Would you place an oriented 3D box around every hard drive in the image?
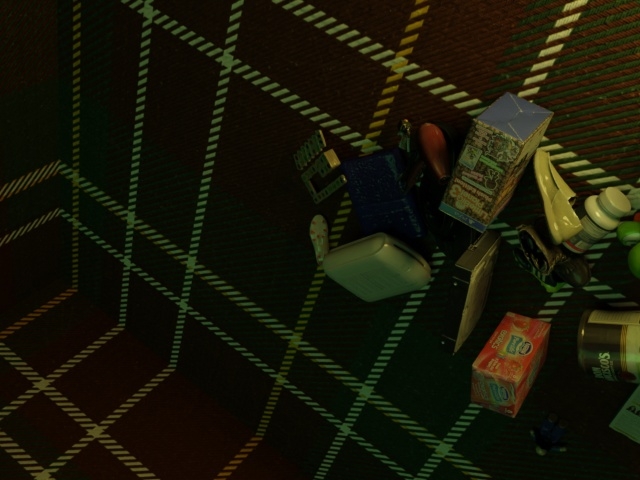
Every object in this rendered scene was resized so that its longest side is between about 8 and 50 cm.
[{"bbox_3d":[0.456,0.157,2.032,0.064,0.237,0.338,22,129,25],"label":"hard drive"}]

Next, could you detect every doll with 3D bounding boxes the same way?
[{"bbox_3d":[0.776,0.670,2.259,0.129,0.046,0.189,30,132,21],"label":"doll"}]

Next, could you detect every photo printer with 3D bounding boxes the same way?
[{"bbox_3d":[0.197,0.089,2.223,0.256,0.107,0.308,35,144,-29],"label":"photo printer"}]

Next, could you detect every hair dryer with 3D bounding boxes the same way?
[{"bbox_3d":[0.299,-0.223,1.898,0.293,0.080,0.223,-133,38,-67],"label":"hair dryer"}]

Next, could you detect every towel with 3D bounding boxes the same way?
[{"bbox_3d":[0.206,-0.141,2.153,0.228,0.076,0.308,-9,112,34],"label":"towel"}]

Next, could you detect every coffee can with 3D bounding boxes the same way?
[{"bbox_3d":[0.871,0.291,1.818,0.275,0.201,0.201,-1,117,39],"label":"coffee can"}]

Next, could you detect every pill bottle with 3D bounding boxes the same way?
[{"bbox_3d":[0.725,-0.056,1.767,0.108,0.108,0.180,44,135,6],"label":"pill bottle"}]

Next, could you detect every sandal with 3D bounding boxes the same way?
[{"bbox_3d":[0.351,-0.130,1.996,0.168,0.107,0.445,11,122,48],"label":"sandal"}]

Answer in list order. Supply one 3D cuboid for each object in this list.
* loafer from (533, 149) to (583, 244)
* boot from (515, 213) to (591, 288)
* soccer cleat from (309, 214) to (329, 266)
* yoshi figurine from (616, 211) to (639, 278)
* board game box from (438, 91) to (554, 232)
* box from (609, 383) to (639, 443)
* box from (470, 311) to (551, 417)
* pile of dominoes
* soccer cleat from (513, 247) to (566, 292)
[{"bbox_3d":[0.625,-0.119,1.761,0.092,0.102,0.268,-12,71,14],"label":"loafer"},{"bbox_3d":[0.626,0.050,1.812,0.091,0.229,0.263,-38,86,33],"label":"boot"},{"bbox_3d":[0.000,0.000,2.415,0.068,0.076,0.196,-6,102,4],"label":"soccer cleat"},{"bbox_3d":[0.910,0.023,1.618,0.362,0.203,0.203,-2,123,43],"label":"yoshi figurine"},{"bbox_3d":[0.466,-0.210,1.779,0.141,0.232,0.291,31,133,19],"label":"board game box"},{"bbox_3d":[0.962,0.491,1.980,0.101,0.060,0.244,29,133,20],"label":"box"},{"bbox_3d":[0.581,0.372,2.030,0.142,0.300,0.154,16,126,30],"label":"box"},{"bbox_3d":[-0.019,-0.238,2.229,0.196,0.040,0.251,60,150,2],"label":"pile of dominoes"},{"bbox_3d":[0.646,0.077,1.962,0.179,0.060,0.072,43,126,-1],"label":"soccer cleat"}]
